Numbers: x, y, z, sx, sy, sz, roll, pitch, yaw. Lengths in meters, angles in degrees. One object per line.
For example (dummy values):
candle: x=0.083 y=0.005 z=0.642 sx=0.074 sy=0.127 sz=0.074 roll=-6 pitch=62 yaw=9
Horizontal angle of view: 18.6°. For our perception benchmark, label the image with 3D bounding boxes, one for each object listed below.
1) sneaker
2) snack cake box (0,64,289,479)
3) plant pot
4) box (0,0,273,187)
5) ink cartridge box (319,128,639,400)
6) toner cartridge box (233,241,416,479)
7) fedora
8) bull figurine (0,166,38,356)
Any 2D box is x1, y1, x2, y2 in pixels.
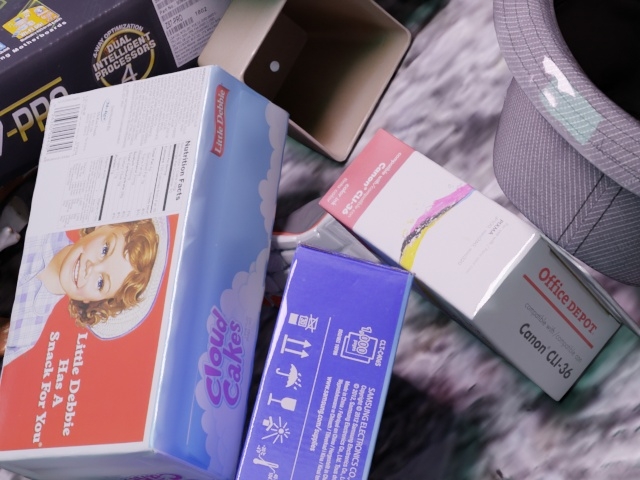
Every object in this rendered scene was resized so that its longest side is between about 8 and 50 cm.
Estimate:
sneaker: x=0.000 y=0.000 z=1.327 sx=0.158 sy=0.061 sz=0.065 roll=-14 pitch=23 yaw=38
snack cake box: x=-0.119 y=0.028 z=1.294 sx=0.152 sy=0.089 sz=0.264 roll=-7 pitch=66 yaw=36
plant pot: x=-0.022 y=-0.132 z=1.390 sx=0.096 sy=0.109 sz=0.109 roll=13 pitch=70 yaw=53
box: x=-0.276 y=-0.153 z=1.493 sx=0.395 sy=0.097 sz=0.318 roll=-33 pitch=36 yaw=-19
ink cartridge box: x=0.101 y=0.022 z=1.177 sx=0.067 sy=0.115 sz=0.198 roll=-51 pitch=44 yaw=-2
toner cartridge box: x=-0.026 y=0.192 z=1.128 sx=0.075 sy=0.165 sz=0.347 roll=14 pitch=67 yaw=1
fedora: x=0.192 y=-0.070 z=1.129 sx=0.124 sy=0.244 sz=0.275 roll=-58 pitch=1 yaw=38
bull figurine: x=-0.287 y=-0.019 z=1.517 sx=0.188 sy=0.101 sz=0.310 roll=-25 pitch=49 yaw=20
